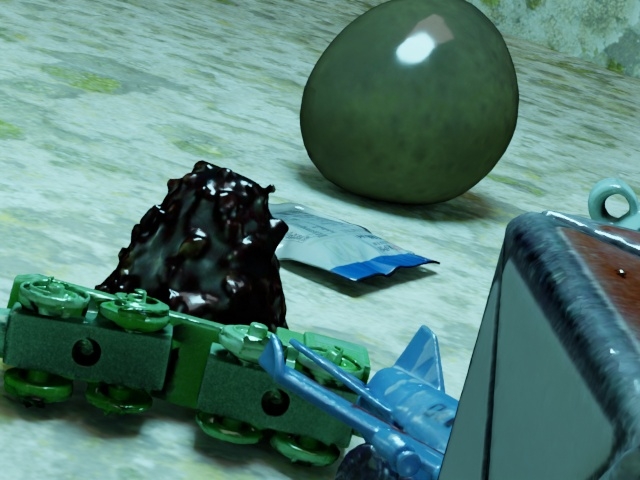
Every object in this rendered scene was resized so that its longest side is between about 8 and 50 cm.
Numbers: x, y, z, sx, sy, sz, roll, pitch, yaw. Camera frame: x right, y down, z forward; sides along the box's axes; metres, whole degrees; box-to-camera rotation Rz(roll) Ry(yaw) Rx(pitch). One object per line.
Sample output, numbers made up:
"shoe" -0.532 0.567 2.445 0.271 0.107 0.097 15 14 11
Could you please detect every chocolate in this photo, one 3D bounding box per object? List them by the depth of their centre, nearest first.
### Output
"chocolate" -0.085 0.011 1.163 0.156 0.133 0.156 13 13 -3

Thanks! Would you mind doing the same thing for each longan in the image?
"longan" 0.092 -0.142 1.749 0.246 0.246 0.215 5 31 -30

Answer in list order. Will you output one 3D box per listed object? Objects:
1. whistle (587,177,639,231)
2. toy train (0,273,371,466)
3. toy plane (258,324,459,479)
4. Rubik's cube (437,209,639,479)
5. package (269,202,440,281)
"whistle" 0.316 0.066 1.374 0.290 0.163 0.163 51 15 -5
"toy train" -0.084 0.074 1.041 0.251 0.085 0.119 16 9 -3
"toy plane" 0.082 0.134 0.883 0.254 0.105 0.271 29 13 -34
"Rubik's cube" 0.177 0.160 0.623 0.259 0.260 0.255 11 17 -5
"package" 0.000 0.000 1.490 0.173 0.027 0.171 22 13 26
